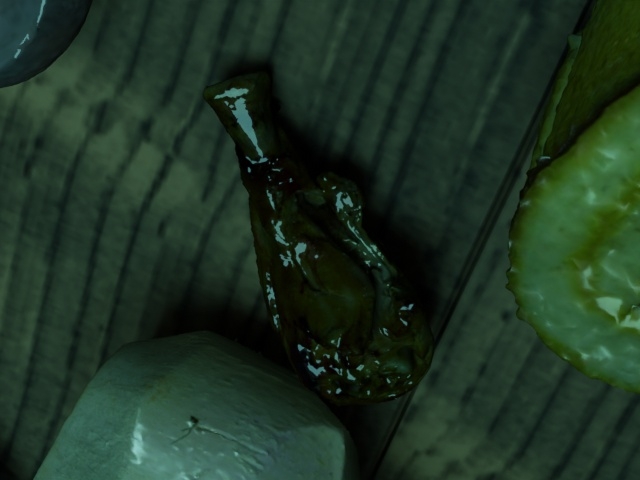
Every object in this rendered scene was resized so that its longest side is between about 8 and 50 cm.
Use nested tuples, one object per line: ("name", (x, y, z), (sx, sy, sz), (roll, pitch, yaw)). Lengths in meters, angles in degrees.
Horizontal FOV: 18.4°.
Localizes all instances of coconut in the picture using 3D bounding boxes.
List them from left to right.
("coconut", (-0.055, 0.137, 0.985), (0.162, 0.161, 0.161), (29, 130, 9))

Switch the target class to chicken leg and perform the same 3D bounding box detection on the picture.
("chicken leg", (0.000, 0.000, 0.927), (0.093, 0.070, 0.178), (-7, 113, 54))

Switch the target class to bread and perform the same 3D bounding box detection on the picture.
("bread", (0.191, -0.048, 0.784), (0.186, 0.124, 0.257), (26, 129, -8))

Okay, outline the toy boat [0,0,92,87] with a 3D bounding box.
("toy boat", (-0.175, -0.175, 0.863), (0.155, 0.085, 0.227), (-21, 104, 22))
